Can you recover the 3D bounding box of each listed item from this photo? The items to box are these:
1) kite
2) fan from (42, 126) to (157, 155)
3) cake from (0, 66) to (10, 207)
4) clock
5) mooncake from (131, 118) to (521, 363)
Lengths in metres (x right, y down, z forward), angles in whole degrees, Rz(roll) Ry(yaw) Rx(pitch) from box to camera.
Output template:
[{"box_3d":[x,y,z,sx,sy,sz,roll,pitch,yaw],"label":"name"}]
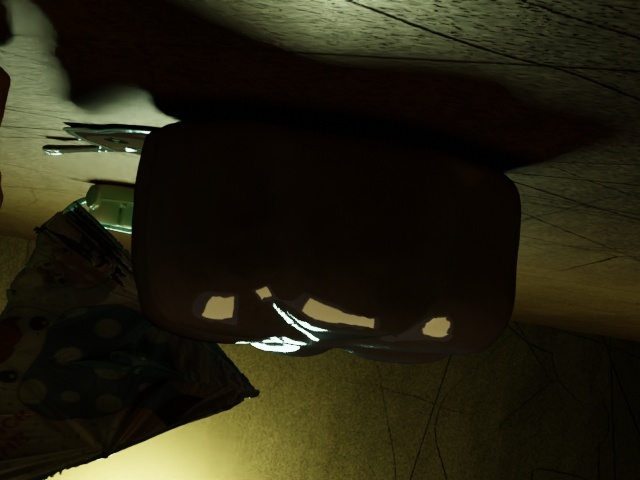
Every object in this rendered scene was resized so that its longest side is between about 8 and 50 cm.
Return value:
[{"box_3d":[-0.191,0.069,0.975,0.314,0.011,0.335,9,-146,5],"label":"kite"},{"box_3d":[-0.135,-0.066,1.125,0.132,0.009,0.220,16,171,-42],"label":"fan"},{"box_3d":[-0.329,-0.006,0.806,0.230,0.237,0.309,12,174,-44],"label":"cake"},{"box_3d":[-0.188,-0.029,1.551,0.135,0.041,0.101,7,175,31],"label":"clock"},{"box_3d":[0.000,0.000,0.942,0.245,0.133,0.245,5,171,1],"label":"mooncake"}]
